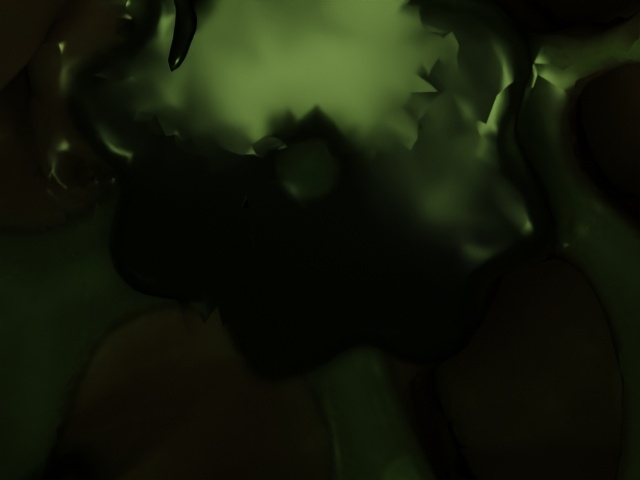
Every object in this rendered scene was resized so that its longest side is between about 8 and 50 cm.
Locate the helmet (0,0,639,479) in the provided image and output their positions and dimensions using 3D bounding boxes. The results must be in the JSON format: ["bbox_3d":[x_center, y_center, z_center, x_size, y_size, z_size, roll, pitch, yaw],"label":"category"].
[{"bbox_3d":[0.000,0.000,0.285,0.338,0.197,0.271,-24,101,18],"label":"helmet"}]
